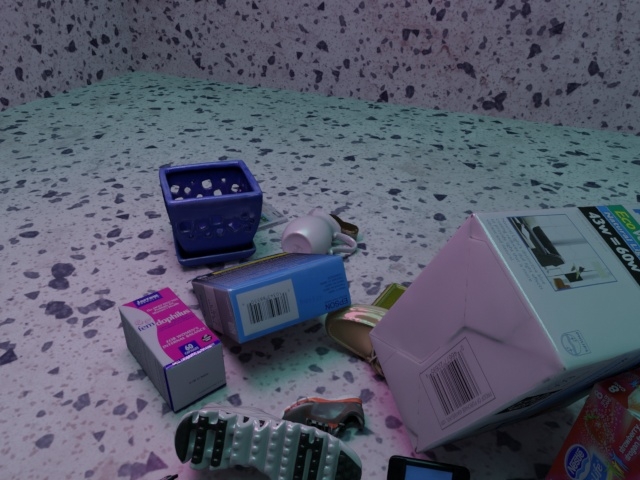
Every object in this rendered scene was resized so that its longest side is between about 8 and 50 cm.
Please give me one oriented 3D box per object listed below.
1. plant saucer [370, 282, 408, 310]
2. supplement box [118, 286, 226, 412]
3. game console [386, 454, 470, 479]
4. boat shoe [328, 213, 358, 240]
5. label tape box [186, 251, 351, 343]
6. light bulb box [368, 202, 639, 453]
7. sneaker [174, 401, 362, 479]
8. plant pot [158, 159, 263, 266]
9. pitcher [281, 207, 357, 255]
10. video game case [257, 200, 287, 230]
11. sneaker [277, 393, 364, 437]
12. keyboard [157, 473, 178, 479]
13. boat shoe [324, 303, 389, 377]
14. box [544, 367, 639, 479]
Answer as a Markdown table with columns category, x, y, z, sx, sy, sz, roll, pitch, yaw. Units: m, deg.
| category | x | y | z | sx | sy | sz | roll | pitch | yaw |
| --- | --- | --- | --- | --- | --- | --- | --- | --- | --- |
| plant saucer | 0.197 | 0.166 | 1.096 | 0.188 | 0.045 | 0.188 | 20 | 35 | 26 |
| supplement box | -0.288 | 0.202 | 0.939 | 0.111 | 0.114 | 0.220 | -23 | 38 | -35 |
| game console | 0.155 | 0.386 | 0.706 | 0.122 | 0.107 | 0.071 | 7 | 3 | 7 |
| boat shoe | 0.050 | -0.036 | 1.423 | 0.135 | 0.045 | 0.050 | 29 | 48 | 31 |
| label tape box | -0.130 | 0.109 | 1.072 | 0.249 | 0.115 | 0.347 | -16 | 5 | -27 |
| light bulb box | 0.329 | 0.138 | 0.767 | 0.360 | 0.358 | 0.225 | -4 | 56 | -25 |
| sneaker | -0.075 | 0.319 | 0.771 | 0.291 | 0.110 | 0.118 | 16 | -2 | 3 |
| plant pot | -0.289 | -0.068 | 1.289 | 0.235 | 0.212 | 0.236 | -8 | 32 | -18 |
| pitcher | 0.000 | 0.000 | 1.303 | 0.177 | 0.126 | 0.207 | 28 | 25 | 11 |
| video game case | -0.203 | -0.077 | 1.499 | 0.143 | 0.019 | 0.157 | -20 | 39 | -32 |
| sneaker | 0.005 | 0.308 | 0.835 | 0.157 | 0.061 | 0.065 | -7 | 38 | -14 |
| keyboard | -0.242 | 0.419 | 0.658 | 0.317 | 0.033 | 0.201 | -13 | 40 | -26 |
| boat shoe | 0.142 | 0.214 | 0.957 | 0.302 | 0.109 | 0.098 | 18 | 33 | 14 |
| box | 0.417 | 0.312 | 0.661 | 0.122 | 0.257 | 0.128 | -7 | 33 | -22 |
